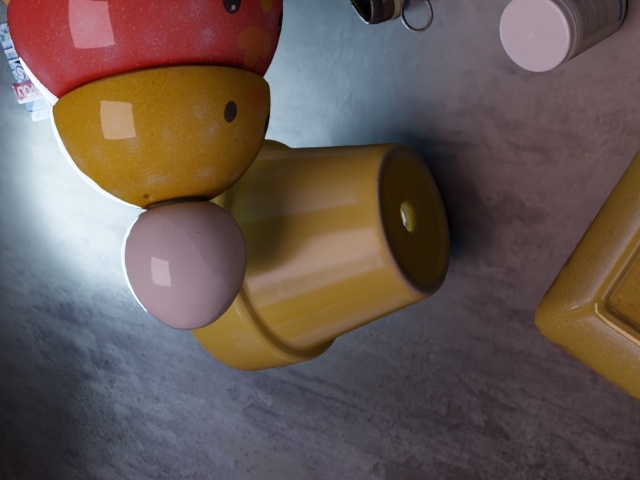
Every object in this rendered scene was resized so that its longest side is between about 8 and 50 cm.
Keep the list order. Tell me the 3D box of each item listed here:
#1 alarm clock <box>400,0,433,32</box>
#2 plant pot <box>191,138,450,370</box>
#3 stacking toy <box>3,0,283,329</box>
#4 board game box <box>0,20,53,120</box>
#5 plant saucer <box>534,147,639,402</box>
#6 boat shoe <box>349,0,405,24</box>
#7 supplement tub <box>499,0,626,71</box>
[{"bbox_3d":[0.108,-0.285,1.024,0.129,0.064,0.192,33,130,25],"label":"alarm clock"},{"bbox_3d":[0.000,0.000,1.179,0.239,0.254,0.254,-14,104,30],"label":"plant pot"},{"bbox_3d":[-0.152,-0.152,1.053,0.351,0.351,0.479,-16,83,47],"label":"stacking toy"},{"bbox_3d":[-0.368,-0.222,1.513,0.194,0.060,0.194,-4,109,44],"label":"board game box"},{"bbox_3d":[0.370,0.021,0.829,0.333,0.081,0.332,36,103,24],"label":"plant saucer"},{"bbox_3d":[0.032,-0.289,1.103,0.056,0.049,0.152,-34,88,48],"label":"boat shoe"},{"bbox_3d":[0.212,-0.194,0.946,0.071,0.107,0.071,22,126,33],"label":"supplement tub"}]
